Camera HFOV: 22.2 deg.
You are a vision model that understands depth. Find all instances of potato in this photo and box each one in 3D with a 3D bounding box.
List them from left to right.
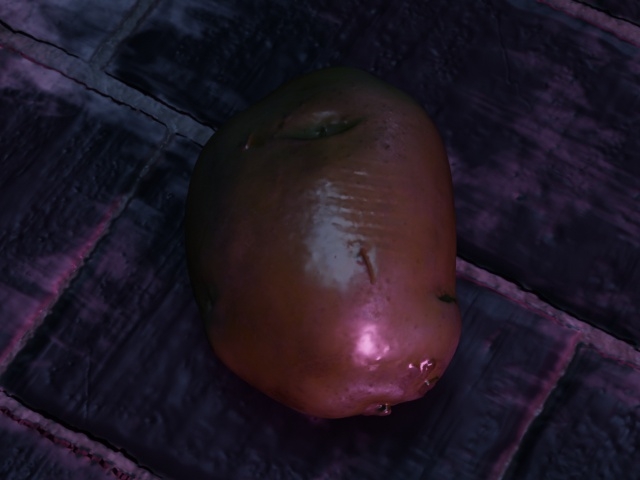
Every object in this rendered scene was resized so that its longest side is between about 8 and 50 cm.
[{"bbox_3d":[0.000,0.000,1.450,0.243,0.221,0.326,0,65,-1],"label":"potato"}]
